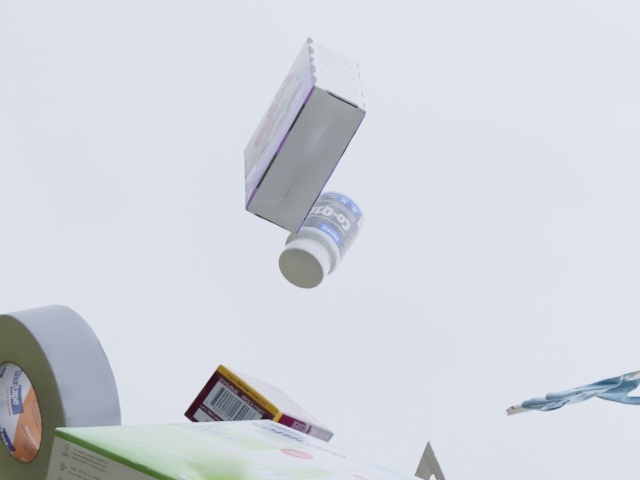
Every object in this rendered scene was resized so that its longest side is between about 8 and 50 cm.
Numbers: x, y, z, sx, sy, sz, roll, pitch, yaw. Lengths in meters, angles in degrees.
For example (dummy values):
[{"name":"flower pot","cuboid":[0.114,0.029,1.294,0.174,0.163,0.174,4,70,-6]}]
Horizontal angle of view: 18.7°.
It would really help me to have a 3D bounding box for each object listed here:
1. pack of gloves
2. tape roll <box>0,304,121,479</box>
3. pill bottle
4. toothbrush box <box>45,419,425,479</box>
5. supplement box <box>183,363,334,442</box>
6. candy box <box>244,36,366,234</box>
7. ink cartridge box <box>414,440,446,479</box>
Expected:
[{"name":"pack of gloves","cuboid":[0.356,0.196,2.409,0.195,0.232,0.046,98,-22,-82]},{"name":"tape roll","cuboid":[-0.304,0.183,2.141,0.219,0.072,0.219,19,-66,52]},{"name":"pill bottle","cuboid":[0.000,0.000,2.564,0.078,0.137,0.078,13,-52,17]},{"name":"toothbrush box","cuboid":[-0.068,0.238,1.646,0.206,0.283,0.122,17,-84,38]},{"name":"supplement box","cuboid":[-0.073,0.226,2.389,0.104,0.081,0.188,37,2,25]},{"name":"candy box","cuboid":[-0.020,-0.121,2.194,0.070,0.164,0.196,26,18,-12]},{"name":"ink cartridge box","cuboid":[0.137,0.394,2.456,0.181,0.056,0.224,-113,-138,-64]}]
